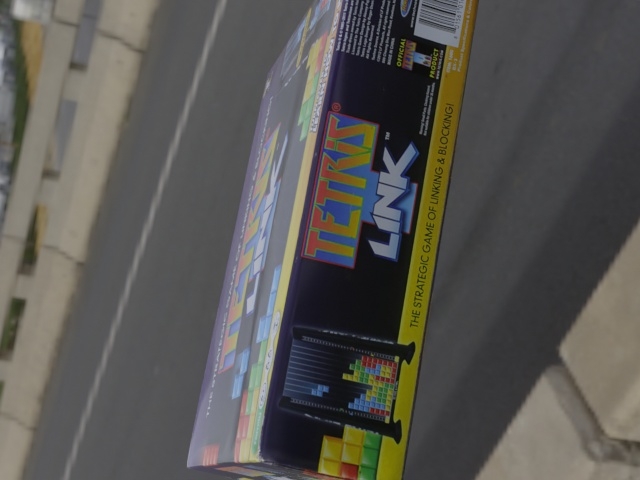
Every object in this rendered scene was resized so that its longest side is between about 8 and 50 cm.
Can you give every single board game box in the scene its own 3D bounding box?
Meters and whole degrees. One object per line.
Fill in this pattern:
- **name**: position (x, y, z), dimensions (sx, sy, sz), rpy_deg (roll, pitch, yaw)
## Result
- **board game box**: position (0.000, 0.000, 0.423), dimensions (0.141, 0.048, 0.170), rpy_deg (143, 139, -70)
